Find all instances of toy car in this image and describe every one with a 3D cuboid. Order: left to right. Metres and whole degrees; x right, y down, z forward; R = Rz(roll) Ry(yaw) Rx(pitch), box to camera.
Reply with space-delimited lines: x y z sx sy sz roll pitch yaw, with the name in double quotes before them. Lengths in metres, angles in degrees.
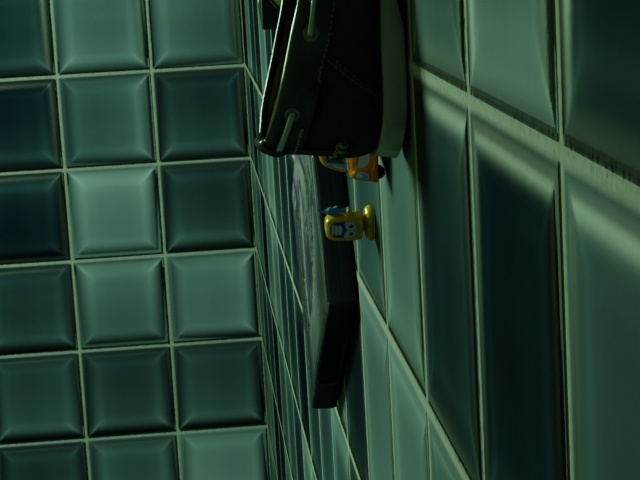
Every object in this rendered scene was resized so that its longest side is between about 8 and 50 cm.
"toy car" 0.014 -0.029 1.017 0.060 0.041 0.122 -98 6 -46

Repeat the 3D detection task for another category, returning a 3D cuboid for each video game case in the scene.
"video game case" 0.000 0.000 1.374 0.274 0.026 0.196 94 171 -69

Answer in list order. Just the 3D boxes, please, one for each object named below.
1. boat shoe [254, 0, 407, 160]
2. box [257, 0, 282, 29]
"boat shoe" -0.002 -0.155 0.876 0.084 0.079 0.233 -127 35 -86
"box" -0.033 -0.291 1.357 0.220 0.051 0.175 -99 7 -53
